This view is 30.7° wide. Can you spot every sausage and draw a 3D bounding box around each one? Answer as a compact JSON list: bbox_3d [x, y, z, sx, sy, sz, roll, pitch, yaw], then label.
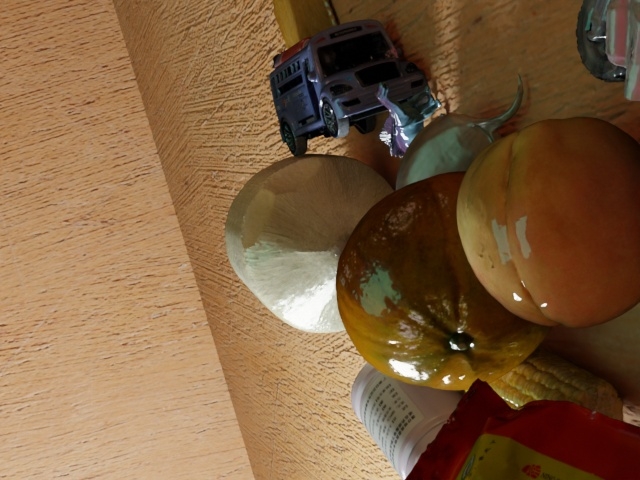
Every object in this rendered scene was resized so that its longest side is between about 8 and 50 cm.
[{"bbox_3d":[-0.024,-0.265,1.673,0.145,0.050,0.048,170,102,-69],"label":"sausage"}]

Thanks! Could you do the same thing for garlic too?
[{"bbox_3d":[0.152,-0.073,1.260,0.128,0.148,0.267,-70,-23,-49],"label":"garlic"}]

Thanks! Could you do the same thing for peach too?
[{"bbox_3d":[0.206,-0.012,0.990,0.184,0.184,0.184,163,90,-73],"label":"peach"}]

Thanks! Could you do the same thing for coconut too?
[{"bbox_3d":[0.000,0.000,1.571,0.266,0.237,0.238,-141,38,-73],"label":"coconut"}]

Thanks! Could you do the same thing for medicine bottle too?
[{"bbox_3d":[0.145,0.253,1.515,0.250,0.133,0.133,-133,31,-54],"label":"medicine bottle"}]

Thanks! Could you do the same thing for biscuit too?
[{"bbox_3d":[-0.025,-0.327,1.712,0.232,0.013,0.237,127,125,-70],"label":"biscuit"}]

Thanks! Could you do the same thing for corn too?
[{"bbox_3d":[0.224,0.158,1.232,0.244,0.093,0.093,-149,45,-67],"label":"corn"}]

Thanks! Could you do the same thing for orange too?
[{"bbox_3d":[0.133,0.045,1.164,0.171,0.240,0.240,-96,1,-56],"label":"orange"}]

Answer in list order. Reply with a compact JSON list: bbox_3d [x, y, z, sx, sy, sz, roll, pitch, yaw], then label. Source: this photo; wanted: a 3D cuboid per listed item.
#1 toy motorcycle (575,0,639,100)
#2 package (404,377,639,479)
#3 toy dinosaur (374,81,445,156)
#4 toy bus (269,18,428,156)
[{"bbox_3d":[0.257,-0.187,0.764,0.204,0.108,0.239,-124,24,-46],"label":"toy motorcycle"},{"bbox_3d":[0.230,0.246,0.943,0.123,0.196,0.423,46,162,-27],"label":"package"},{"bbox_3d":[0.106,-0.134,1.352,0.045,0.080,0.197,58,-178,32],"label":"toy dinosaur"},{"bbox_3d":[0.026,-0.196,1.477,0.292,0.125,0.133,174,77,-74],"label":"toy bus"}]
